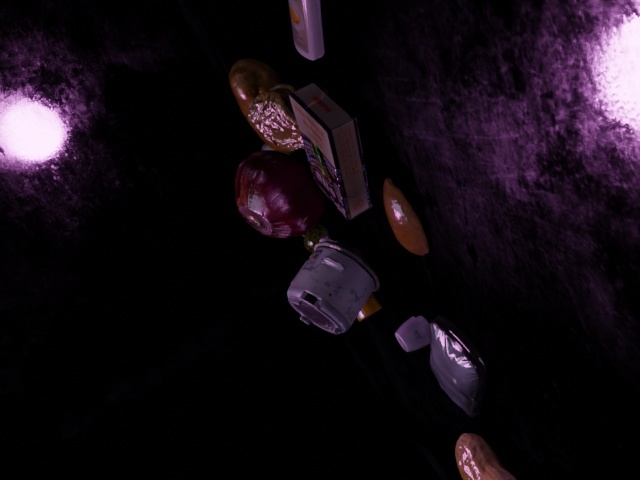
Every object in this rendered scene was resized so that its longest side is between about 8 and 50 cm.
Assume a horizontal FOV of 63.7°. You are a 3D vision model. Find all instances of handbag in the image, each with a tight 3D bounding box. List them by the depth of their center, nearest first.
[{"bbox_3d":[0.357,0.340,1.358,0.191,0.075,0.332,49,162,37],"label":"handbag"}]

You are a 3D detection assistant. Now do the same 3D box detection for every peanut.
[{"bbox_3d":[0.500,0.701,1.495,0.313,0.149,0.149,56,171,52],"label":"peanut"}]

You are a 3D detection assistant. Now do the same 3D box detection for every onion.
[{"bbox_3d":[-0.135,-0.159,1.806,0.260,0.282,0.337,2,127,57],"label":"onion"}]

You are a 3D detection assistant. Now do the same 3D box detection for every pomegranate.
[{"bbox_3d":[0.000,0.000,2.128,0.161,0.122,0.122,27,-176,-23],"label":"pomegranate"}]

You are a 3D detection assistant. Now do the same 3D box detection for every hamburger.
[{"bbox_3d":[-0.085,-0.344,1.434,0.206,0.130,0.183,45,151,-26],"label":"hamburger"}]

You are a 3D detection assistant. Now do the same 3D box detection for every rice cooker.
[{"bbox_3d":[0.048,0.149,1.751,0.264,0.317,0.317,25,154,26],"label":"rice cooker"}]

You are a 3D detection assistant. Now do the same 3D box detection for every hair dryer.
[{"bbox_3d":[-0.164,-0.389,1.936,0.229,0.092,0.267,43,152,39],"label":"hair dryer"}]

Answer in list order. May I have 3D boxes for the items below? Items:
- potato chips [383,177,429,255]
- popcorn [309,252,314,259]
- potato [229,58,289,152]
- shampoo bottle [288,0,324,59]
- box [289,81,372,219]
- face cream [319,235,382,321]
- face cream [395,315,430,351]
[{"bbox_3d":[0.184,-0.042,1.176,0.202,0.049,0.150,61,178,-42],"label":"potato chips"},{"bbox_3d":[0.039,0.150,2.136,0.233,0.192,0.266,-103,-8,-46],"label":"popcorn"},{"bbox_3d":[-0.164,-0.415,1.619,0.195,0.176,0.369,10,156,21],"label":"potato"},{"bbox_3d":[-0.031,-0.464,1.008,0.086,0.056,0.227,55,169,22],"label":"shampoo bottle"},{"bbox_3d":[0.031,-0.225,1.318,0.198,0.084,0.310,52,167,39],"label":"box"},{"bbox_3d":[0.101,0.136,1.974,0.349,0.105,0.105,58,170,12],"label":"face cream"},{"bbox_3d":[0.273,0.271,1.495,0.091,0.095,0.091,57,170,16],"label":"face cream"}]
